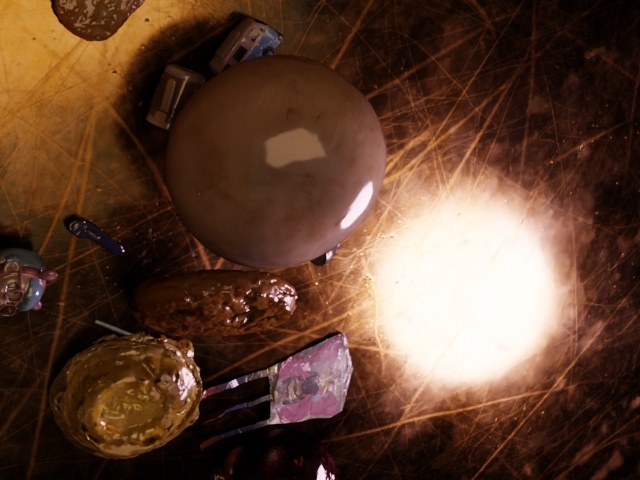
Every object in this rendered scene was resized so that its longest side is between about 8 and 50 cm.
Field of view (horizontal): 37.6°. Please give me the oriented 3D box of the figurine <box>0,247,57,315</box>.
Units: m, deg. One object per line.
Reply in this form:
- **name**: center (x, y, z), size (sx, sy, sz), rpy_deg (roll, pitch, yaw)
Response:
- **figurine**: center (-0.544, 0.039, 1.456), size (0.260, 0.103, 0.205), rpy_deg (8, 133, -28)

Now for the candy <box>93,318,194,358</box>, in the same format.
- **candy**: center (-0.318, 0.179, 1.700), size (0.201, 0.060, 0.060), rpy_deg (25, 98, -27)

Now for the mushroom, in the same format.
- **mushroom**: center (-0.077, -0.135, 1.545), size (0.362, 0.295, 0.362), rpy_deg (-9, 125, -13)

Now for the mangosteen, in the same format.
- **mangosteen**: center (-0.098, 0.484, 1.878), size (0.265, 0.228, 0.228), rpy_deg (1, 118, 14)

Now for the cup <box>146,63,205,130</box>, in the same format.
- **cup**: center (-0.242, -0.232, 1.525), size (0.102, 0.074, 0.099), rpy_deg (3, 111, -60)

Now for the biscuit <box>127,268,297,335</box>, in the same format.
- **biscuit**: center (-0.183, 0.117, 1.628), size (0.295, 0.296, 0.075), rpy_deg (6, 67, -32)

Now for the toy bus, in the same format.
- **toy bus**: center (-0.127, -0.315, 1.570), size (0.075, 0.060, 0.123), rpy_deg (35, 94, -33)

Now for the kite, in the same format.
- **kite**: center (-0.087, 0.309, 1.903), size (0.360, 0.022, 0.204), rpy_deg (-12, 118, -29)

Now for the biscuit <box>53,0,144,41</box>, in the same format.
- **biscuit**: center (-0.303, -0.413, 1.442), size (0.247, 0.029, 0.118), rpy_deg (-49, 127, -2)

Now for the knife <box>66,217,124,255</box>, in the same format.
- **knife**: center (-0.378, -0.003, 1.593), size (0.121, 0.018, 0.031), rpy_deg (38, 84, -37)

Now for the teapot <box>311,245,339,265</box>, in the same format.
- **teapot**: center (0.000, 0.000, 1.793), size (0.057, 0.066, 0.088), rpy_deg (-31, 103, -37)

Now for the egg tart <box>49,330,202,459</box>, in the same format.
- **egg tart**: center (-0.342, 0.291, 1.676), size (0.278, 0.095, 0.279), rpy_deg (-8, 123, -12)
